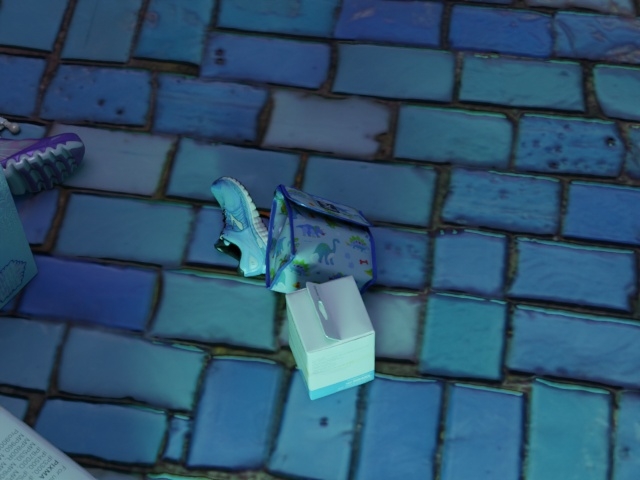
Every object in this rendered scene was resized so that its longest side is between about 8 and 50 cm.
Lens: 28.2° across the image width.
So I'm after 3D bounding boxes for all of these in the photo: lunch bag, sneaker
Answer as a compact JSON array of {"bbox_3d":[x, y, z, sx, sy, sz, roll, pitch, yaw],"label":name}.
[{"bbox_3d":[0.000,0.000,1.681,0.129,0.096,0.151,18,44,-22],"label":"lunch bag"},{"bbox_3d":[-0.116,-0.019,1.732,0.073,0.063,0.162,-24,59,-10],"label":"sneaker"},{"bbox_3d":[-0.448,-0.111,1.770,0.236,0.095,0.104,-21,67,-12],"label":"sneaker"}]

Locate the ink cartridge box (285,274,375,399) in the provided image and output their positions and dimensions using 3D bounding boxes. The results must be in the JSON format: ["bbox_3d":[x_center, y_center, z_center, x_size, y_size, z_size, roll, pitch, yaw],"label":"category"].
[{"bbox_3d":[0.013,0.117,1.592,0.090,0.143,0.092,-16,58,-10],"label":"ink cartridge box"}]

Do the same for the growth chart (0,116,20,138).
[{"bbox_3d":[-0.573,-0.126,1.831,0.172,0.021,0.237,30,62,19],"label":"growth chart"}]

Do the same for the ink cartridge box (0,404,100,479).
[{"bbox_3d":[-0.406,0.275,1.412,0.385,0.279,0.160,32,61,20],"label":"ink cartridge box"}]

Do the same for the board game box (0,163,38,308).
[{"bbox_3d":[-0.498,0.049,1.541,0.066,0.318,0.318,33,64,18],"label":"board game box"}]
